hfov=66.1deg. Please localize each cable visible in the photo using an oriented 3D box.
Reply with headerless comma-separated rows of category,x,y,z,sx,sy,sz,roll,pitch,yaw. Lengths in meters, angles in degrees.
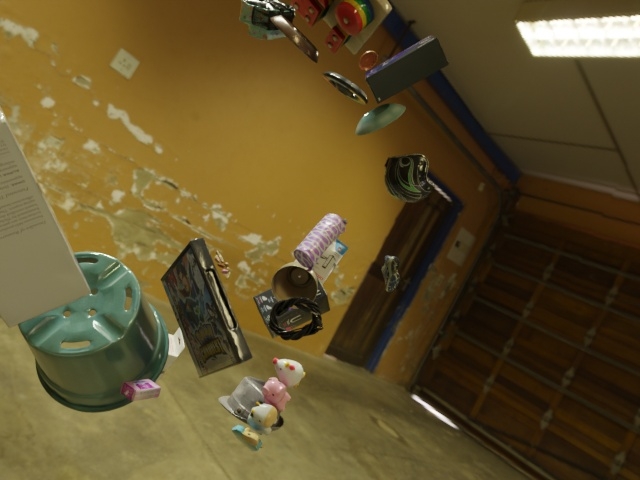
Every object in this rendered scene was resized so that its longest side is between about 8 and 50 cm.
cable,-0.088,0.253,1.586,0.047,0.184,0.151,-74,148,-58

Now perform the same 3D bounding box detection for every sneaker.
sneaker,0.237,0.111,1.683,0.052,0.135,0.058,-11,26,-33

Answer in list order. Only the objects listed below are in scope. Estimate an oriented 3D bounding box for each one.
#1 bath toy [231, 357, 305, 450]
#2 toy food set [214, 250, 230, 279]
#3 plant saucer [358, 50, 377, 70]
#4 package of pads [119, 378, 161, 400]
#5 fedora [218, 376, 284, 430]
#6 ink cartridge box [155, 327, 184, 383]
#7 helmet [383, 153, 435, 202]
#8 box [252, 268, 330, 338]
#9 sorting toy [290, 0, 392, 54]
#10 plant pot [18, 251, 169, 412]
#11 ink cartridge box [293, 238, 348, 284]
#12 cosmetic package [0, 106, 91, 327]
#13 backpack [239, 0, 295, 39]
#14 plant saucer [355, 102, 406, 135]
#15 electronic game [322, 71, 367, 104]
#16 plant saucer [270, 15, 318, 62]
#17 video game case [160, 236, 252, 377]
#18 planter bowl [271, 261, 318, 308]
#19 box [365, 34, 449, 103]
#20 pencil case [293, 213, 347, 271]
bath toy,-0.175,0.552,1.725,0.129,0.348,0.151,45,-43,-11
toy food set,-0.418,0.105,2.113,0.122,0.019,0.078,61,18,-24
plant saucer,0.188,-0.715,1.952,0.083,0.083,0.013,33,23,-56
package of pads,-0.424,0.353,1.162,0.050,0.032,0.083,19,-1,28
fedora,-0.244,0.607,1.880,0.275,0.124,0.243,22,-2,45
ink cartridge box,-0.505,0.357,1.530,0.061,0.181,0.104,32,14,-37
helmet,0.301,-0.209,1.673,0.169,0.162,0.169,-6,7,1
box,-0.113,0.257,1.996,0.143,0.270,0.165,60,-9,28
sorting toy,0.037,-0.650,1.350,0.257,0.089,0.255,48,-14,-8
plant pot,-0.560,0.212,1.211,0.341,0.341,0.334,29,-33,5
ink cartridge box,-0.001,0.070,2.133,0.148,0.203,0.086,38,-12,-14
cosmetic package,-0.545,-0.062,0.823,0.217,0.156,0.385,47,-28,33
backpack,-0.212,-0.849,1.868,0.188,0.144,0.166,33,41,16
plant saucer,0.199,-0.430,1.702,0.037,0.195,0.195,58,-15,-23
electronic game,0.105,-0.653,2.112,0.229,0.048,0.229,31,8,-5
plant saucer,-0.063,-0.549,1.328,0.168,0.029,0.168,41,18,-17
video game case,-0.249,0.153,1.024,0.275,0.035,0.248,-35,-104,55
planter bowl,-0.081,0.142,1.715,0.162,0.162,0.109,29,22,-1
box,0.290,-0.590,1.688,0.103,0.261,0.184,57,17,-21
pencil case,0.000,0.000,1.615,0.086,0.206,0.088,10,-43,47
